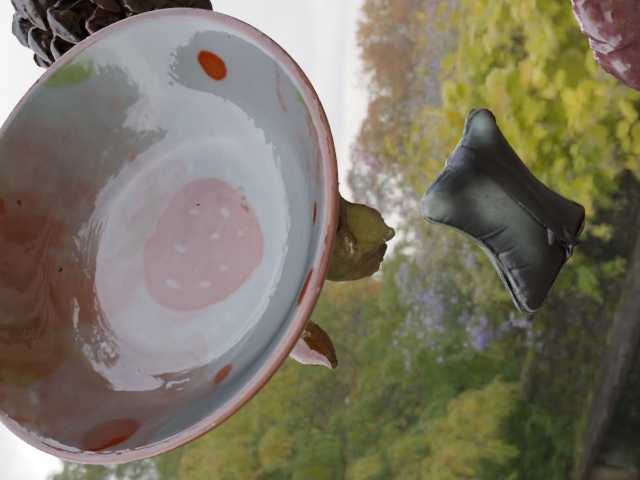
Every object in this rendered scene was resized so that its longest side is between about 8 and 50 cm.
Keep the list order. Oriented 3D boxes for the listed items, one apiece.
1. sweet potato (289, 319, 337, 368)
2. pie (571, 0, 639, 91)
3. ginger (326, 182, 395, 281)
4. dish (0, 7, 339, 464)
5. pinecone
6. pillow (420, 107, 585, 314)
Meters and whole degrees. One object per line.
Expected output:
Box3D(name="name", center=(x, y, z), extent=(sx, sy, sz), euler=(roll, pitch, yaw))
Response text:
Box3D(name="sweet potato", center=(-0.016, 0.073, 0.764), extent=(0.095, 0.034, 0.034), euler=(22, 107, 55))
Box3D(name="pie", center=(0.174, -0.153, 0.353), extent=(0.054, 0.218, 0.204), euler=(-120, 12, -50))
Box3D(name="ginger", center=(0.000, 0.000, 1.414), extent=(0.270, 0.218, 0.123), euler=(38, -130, -45))
Box3D(name="dish", center=(-0.089, 0.001, 0.590), extent=(0.085, 0.260, 0.260), euler=(28, -110, -57))
Box3D(name="pinecone", center=(-0.245, -0.282, 1.163), extent=(0.272, 0.224, 0.224), euler=(-26, 39, 44))
Box3D(name="pillow", center=(0.132, -0.019, 0.717), extent=(0.091, 0.135, 0.055), euler=(-48, 22, 7))
